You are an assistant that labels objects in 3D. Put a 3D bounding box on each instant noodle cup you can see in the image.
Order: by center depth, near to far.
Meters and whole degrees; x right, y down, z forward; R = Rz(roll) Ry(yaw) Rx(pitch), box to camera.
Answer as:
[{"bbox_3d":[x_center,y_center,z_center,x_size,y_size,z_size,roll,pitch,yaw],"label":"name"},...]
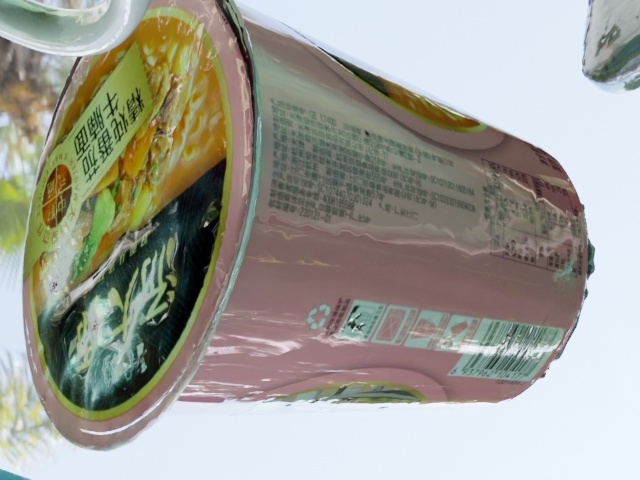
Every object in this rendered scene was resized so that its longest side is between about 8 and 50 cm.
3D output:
[{"bbox_3d":[0.000,0.000,0.650,0.255,0.244,0.244,11,-134,-36],"label":"instant noodle cup"}]

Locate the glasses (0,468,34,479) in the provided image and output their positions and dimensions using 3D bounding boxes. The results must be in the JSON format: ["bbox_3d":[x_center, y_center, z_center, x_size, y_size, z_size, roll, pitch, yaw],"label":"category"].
[{"bbox_3d":[-0.164,0.181,0.639,0.220,0.190,0.088,9,-150,-34],"label":"glasses"}]

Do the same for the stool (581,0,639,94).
[{"bbox_3d":[0.376,-0.253,0.927,0.226,0.310,0.310,22,-118,-17],"label":"stool"}]

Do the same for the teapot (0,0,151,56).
[{"bbox_3d":[-0.183,-0.168,0.417,0.139,0.298,0.204,-14,-130,38],"label":"teapot"}]
